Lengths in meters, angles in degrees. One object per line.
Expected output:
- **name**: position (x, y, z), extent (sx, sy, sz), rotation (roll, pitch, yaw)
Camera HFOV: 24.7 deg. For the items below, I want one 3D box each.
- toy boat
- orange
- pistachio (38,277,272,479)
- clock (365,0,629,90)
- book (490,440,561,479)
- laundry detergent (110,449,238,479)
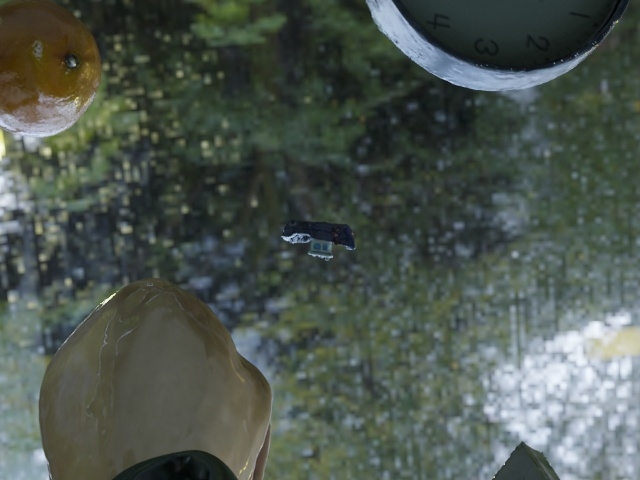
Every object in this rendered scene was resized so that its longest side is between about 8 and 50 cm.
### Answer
- **toy boat**: position (0.000, 0.000, 1.339), extent (0.083, 0.038, 0.038), rotation (5, -162, 42)
- **orange**: position (-0.316, -0.192, 1.627), extent (0.124, 0.156, 0.156), rotation (2, -164, 34)
- **pistachio**: position (-0.151, 0.176, 1.325), extent (0.214, 0.193, 0.318), rotation (2, -137, -3)
- **clock**: position (0.198, -0.330, 1.628), extent (0.325, 0.325, 0.067), rotation (-8, 174, -12)
- **book**: position (0.152, 0.311, 1.057), extent (0.025, 0.215, 0.282), rotation (26, -163, -32)
- **laundry detergent**: position (-0.106, 0.191, 0.915), extent (0.078, 0.144, 0.222), rotation (38, 180, -15)
